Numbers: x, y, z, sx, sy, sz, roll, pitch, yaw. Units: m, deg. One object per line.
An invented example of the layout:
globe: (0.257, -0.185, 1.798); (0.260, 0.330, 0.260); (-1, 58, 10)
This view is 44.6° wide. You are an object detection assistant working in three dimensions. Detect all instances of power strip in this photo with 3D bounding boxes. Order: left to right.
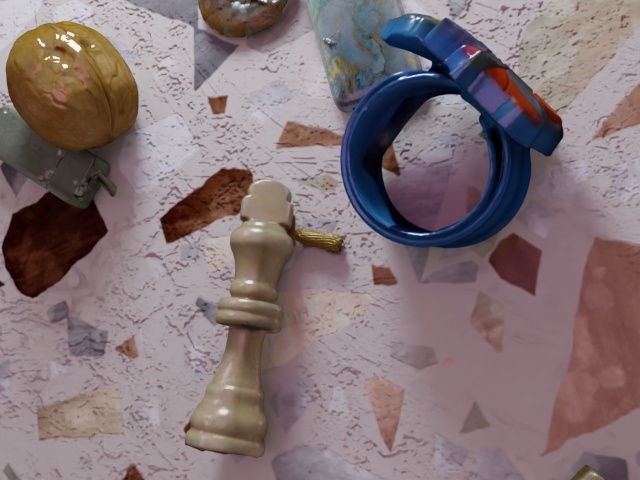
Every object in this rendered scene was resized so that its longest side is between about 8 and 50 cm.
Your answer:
power strip: (-0.452, -0.134, 1.327); (0.288, 0.053, 0.093); (30, 88, 21)

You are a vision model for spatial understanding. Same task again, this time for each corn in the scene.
corn: (0.000, 0.000, 1.162); (0.083, 0.027, 0.028); (13, 115, 22)

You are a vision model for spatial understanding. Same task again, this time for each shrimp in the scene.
shrimp: (-0.108, -0.477, 1.285); (0.168, 0.058, 0.296); (12, 88, 18)

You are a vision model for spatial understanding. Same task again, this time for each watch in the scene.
watch: (0.142, -0.144, 1.052); (0.305, 0.241, 0.275); (45, 108, 21)

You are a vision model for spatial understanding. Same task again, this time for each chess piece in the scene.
chess piece: (-0.104, 0.104, 1.129); (0.117, 0.117, 0.398); (6, 79, 20)

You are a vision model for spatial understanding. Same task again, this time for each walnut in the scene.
walnut: (-0.402, -0.249, 1.264); (0.193, 0.193, 0.226); (-40, 69, 7)

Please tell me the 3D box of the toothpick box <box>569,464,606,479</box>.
toothpick box: (0.264, 0.426, 0.906); (0.308, 0.187, 0.190); (-46, 68, 1)

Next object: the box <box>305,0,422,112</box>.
box: (0.058, -0.344, 1.208); (0.142, 0.044, 0.285); (-18, 74, 10)
